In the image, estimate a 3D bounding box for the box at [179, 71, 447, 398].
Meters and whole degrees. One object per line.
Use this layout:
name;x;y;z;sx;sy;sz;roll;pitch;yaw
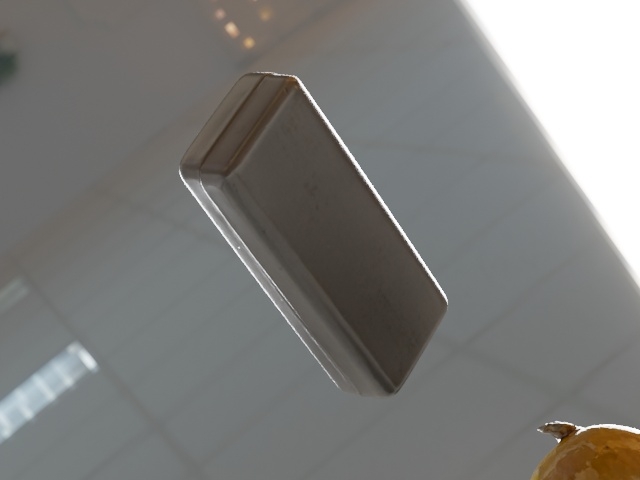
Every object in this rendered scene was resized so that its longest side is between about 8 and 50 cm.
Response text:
box;0.000;0.000;1.280;0.055;0.244;0.103;6;-127;42

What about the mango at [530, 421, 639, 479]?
mango;0.282;0.274;1.513;0.176;0.317;0.119;-38;165;-23
